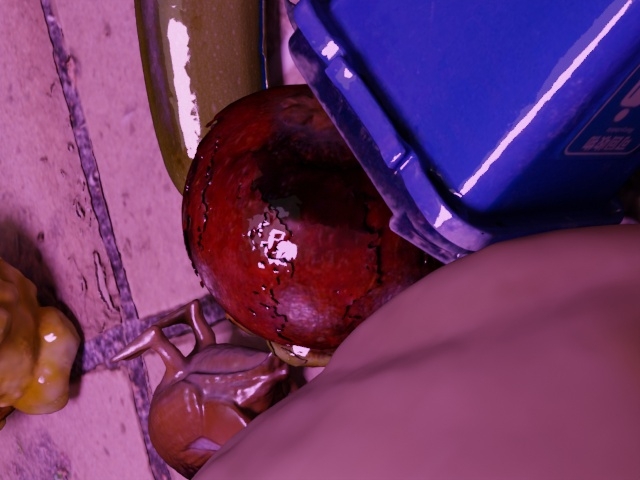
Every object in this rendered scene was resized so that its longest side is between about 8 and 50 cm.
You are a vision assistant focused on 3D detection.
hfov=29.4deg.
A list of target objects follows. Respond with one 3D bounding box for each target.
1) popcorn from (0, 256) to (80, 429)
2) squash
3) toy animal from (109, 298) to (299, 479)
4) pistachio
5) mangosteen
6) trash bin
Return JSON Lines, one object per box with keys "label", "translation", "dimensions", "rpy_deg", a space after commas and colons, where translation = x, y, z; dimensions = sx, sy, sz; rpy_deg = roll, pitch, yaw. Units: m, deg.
{"label": "popcorn", "translation": [-0.335, 0.100, 1.068], "dimensions": [0.235, 0.216, 0.181], "rpy_deg": [128, 146, -46]}
{"label": "squash", "translation": [-0.080, -0.181, 0.809], "dimensions": [0.094, 0.094, 0.341], "rpy_deg": [10, 108, 46]}
{"label": "toy animal", "translation": [-0.058, 0.127, 0.854], "dimensions": [0.188, 0.089, 0.179], "rpy_deg": [-27, 95, 46]}
{"label": "pistachio", "translation": [0.100, 0.137, 0.480], "dimensions": [0.445, 0.365, 0.282], "rpy_deg": [165, 93, -76]}
{"label": "mangosteen", "translation": [0.000, 0.000, 0.717], "dimensions": [0.166, 0.166, 0.180], "rpy_deg": [37, 148, 36]}
{"label": "trash bin", "translation": [0.112, -0.121, 0.567], "dimensions": [0.234, 0.162, 0.184], "rpy_deg": [-48, 63, 35]}
